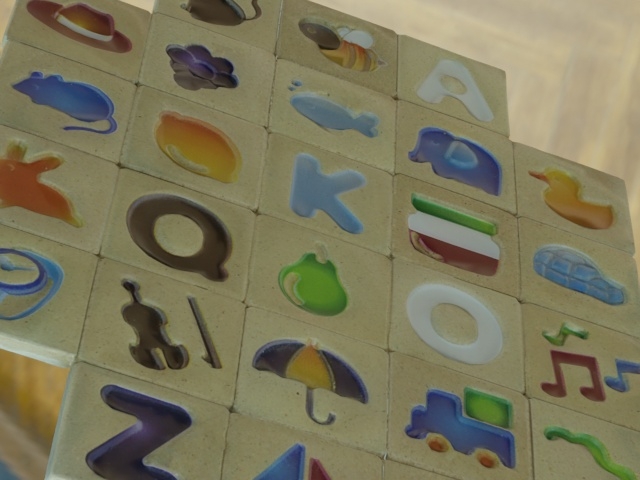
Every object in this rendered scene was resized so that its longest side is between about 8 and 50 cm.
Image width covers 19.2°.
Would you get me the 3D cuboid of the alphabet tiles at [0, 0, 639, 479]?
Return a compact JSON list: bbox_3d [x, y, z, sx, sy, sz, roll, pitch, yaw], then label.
[{"bbox_3d":[0.000,0.000,0.750,0.285,0.342,0.011,18,127,-11],"label":"alphabet tiles"}]
